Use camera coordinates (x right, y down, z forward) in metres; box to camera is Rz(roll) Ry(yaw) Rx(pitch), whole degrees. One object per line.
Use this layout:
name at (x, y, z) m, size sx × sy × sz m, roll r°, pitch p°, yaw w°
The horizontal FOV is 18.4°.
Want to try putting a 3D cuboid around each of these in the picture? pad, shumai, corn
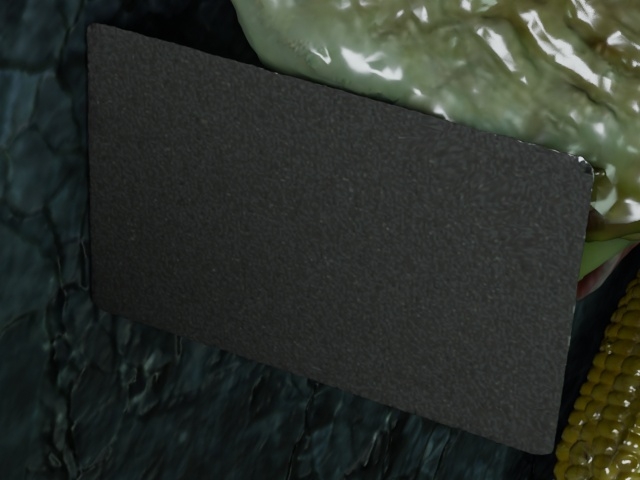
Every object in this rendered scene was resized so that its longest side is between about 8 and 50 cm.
pad at (0.000, 0.000, 0.773) m, size 0.003 × 0.211 × 0.143 m, roll -48°, pitch 149°, yaw -48°
shumai at (0.114, -0.117, 0.876) m, size 0.304 × 0.309 × 0.263 m, roll -60°, pitch 178°, yaw -16°
corn at (0.262, 0.083, 1.396) m, size 0.347 × 0.130 × 0.130 m, roll -63°, pitch 153°, yaw -14°

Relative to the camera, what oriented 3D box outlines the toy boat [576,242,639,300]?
toy boat at (0.079, -0.039, 1.049) m, size 0.282 × 0.096 × 0.206 m, roll -24°, pitch 121°, yaw -35°
